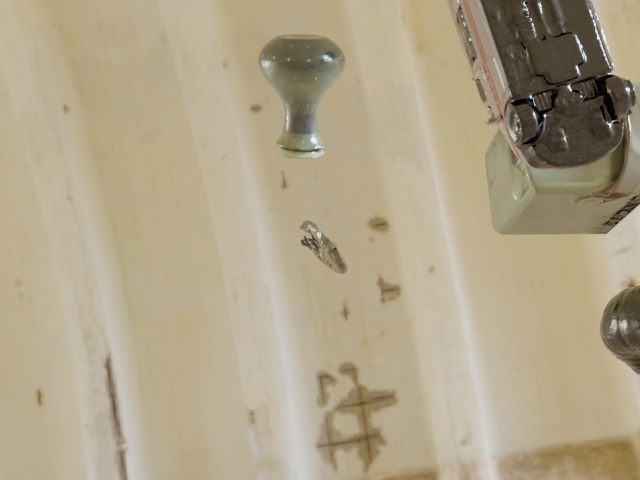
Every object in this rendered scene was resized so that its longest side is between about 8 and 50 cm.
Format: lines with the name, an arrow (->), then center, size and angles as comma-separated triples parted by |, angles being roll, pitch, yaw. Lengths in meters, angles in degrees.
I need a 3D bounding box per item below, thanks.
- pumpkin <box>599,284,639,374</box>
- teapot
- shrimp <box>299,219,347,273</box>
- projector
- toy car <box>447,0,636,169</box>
pumpkin -> 0.572, 0.161, 1.551 | 0.211, 0.152, 0.212 | 24, -34, 18
teapot -> -0.041, -0.304, 1.972 | 0.183, 0.251, 0.183 | 1, 17, 0
shrimp -> 0.000, 0.000, 1.426 | 0.034, 0.091, 0.161 | -32, 21, -10
projector -> 0.326, -0.107, 1.220 | 0.177, 0.163, 0.242 | -2, -16, -4
toy car -> 0.148, -0.147, 0.685 | 0.089, 0.210, 0.108 | -17, -6, -10
